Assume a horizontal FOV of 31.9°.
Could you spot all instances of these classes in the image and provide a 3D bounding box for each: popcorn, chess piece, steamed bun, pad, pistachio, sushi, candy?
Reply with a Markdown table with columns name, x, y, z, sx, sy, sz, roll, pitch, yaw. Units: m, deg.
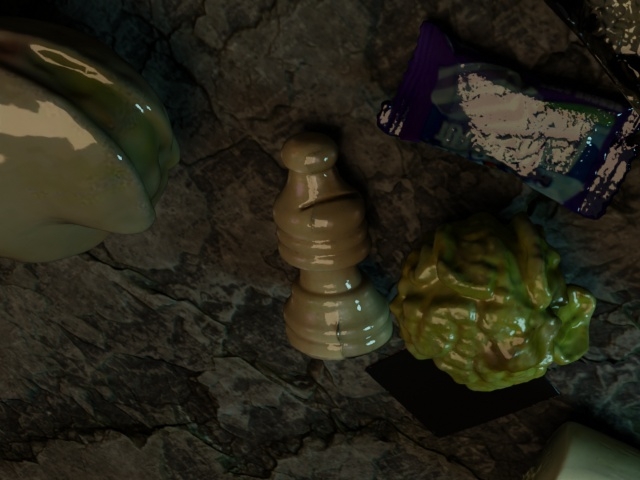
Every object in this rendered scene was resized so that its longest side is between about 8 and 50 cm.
| name | x | y | z | sx | sy | sz | roll | pitch | yaw |
| --- | --- | --- | --- | --- | --- | --- | --- | --- | --- |
| popcorn | 0.199 | 0.067 | 1.290 | 0.216 | 0.181 | 0.235 | 8 | 138 | 22 |
| chess piece | 0.000 | 0.000 | 1.404 | 0.139 | 0.124 | 0.307 | 36 | 147 | 47 |
| steamed bun | 0.361 | 0.357 | 1.489 | 0.200 | 0.155 | 0.250 | 23 | 131 | 5 |
| pad | 0.190 | 0.194 | 1.545 | 0.163 | 0.004 | 0.243 | 44 | 137 | -14 |
| pistachio | -0.380 | -0.119 | 1.378 | 0.445 | 0.281 | 0.365 | 3 | 146 | 27 |
| sushi | 0.309 | -0.188 | 1.040 | 0.109 | 0.134 | 0.273 | -38 | 99 | 18 |
| candy | 0.199 | -0.127 | 1.192 | 0.275 | 0.070 | 0.145 | 25 | 129 | 10 |
